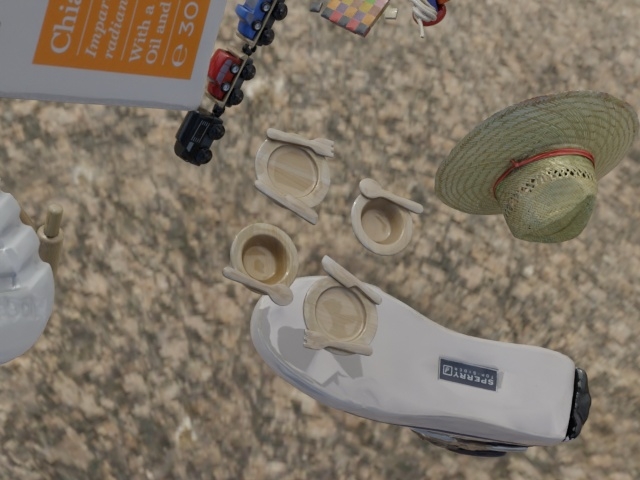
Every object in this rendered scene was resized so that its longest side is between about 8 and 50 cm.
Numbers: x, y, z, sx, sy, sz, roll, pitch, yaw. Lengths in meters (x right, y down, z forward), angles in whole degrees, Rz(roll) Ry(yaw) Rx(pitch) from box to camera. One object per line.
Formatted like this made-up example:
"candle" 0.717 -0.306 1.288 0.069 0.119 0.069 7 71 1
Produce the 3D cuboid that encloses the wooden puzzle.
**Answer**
"wooden puzzle" 0.032 -0.207 1.068 0.083 0.006 0.049 31 79 29

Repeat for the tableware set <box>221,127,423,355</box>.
"tableware set" 0.000 0.000 0.928 0.141 0.020 0.169 28 62 -17

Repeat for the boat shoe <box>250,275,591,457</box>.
"boat shoe" 0.078 0.141 1.189 0.340 0.158 0.127 20 64 -12

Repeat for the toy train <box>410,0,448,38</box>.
"toy train" 0.169 -0.316 1.431 0.143 0.105 0.248 -16 40 6

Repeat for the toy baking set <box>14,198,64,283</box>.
"toy baking set" -0.374 0.052 1.322 0.196 0.256 0.030 -19 56 -31

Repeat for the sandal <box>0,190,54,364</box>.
"sandal" -0.340 -0.086 0.848 0.169 0.102 0.416 -27 88 -56

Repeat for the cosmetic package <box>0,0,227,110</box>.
"cosmetic package" -0.226 -0.199 0.562 0.161 0.453 0.230 27 108 32

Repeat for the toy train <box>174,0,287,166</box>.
"toy train" -0.072 -0.131 0.946 0.027 0.036 0.158 44 110 47

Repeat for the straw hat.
"straw hat" 0.150 -0.031 0.804 0.144 0.144 0.061 -8 59 -7
